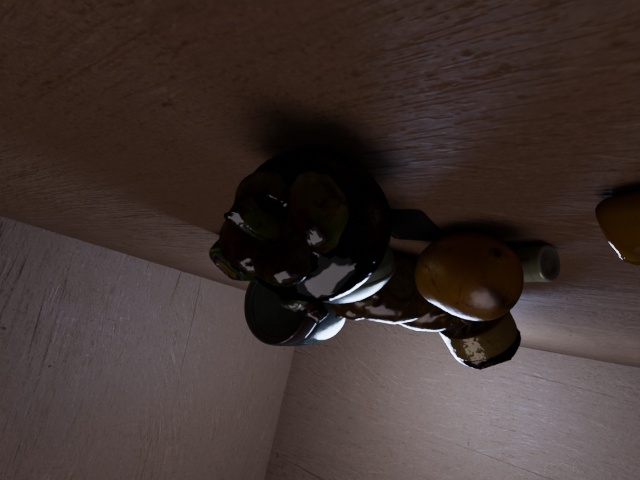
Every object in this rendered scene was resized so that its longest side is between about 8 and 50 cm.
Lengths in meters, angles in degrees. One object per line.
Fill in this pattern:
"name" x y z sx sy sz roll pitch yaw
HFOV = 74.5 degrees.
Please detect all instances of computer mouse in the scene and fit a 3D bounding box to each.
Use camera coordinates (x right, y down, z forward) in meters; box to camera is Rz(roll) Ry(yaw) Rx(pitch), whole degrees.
"computer mouse" 0.046 0.048 0.713 0.159 0.097 0.288 -16 -179 4

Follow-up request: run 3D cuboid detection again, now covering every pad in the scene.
"pad" 0.147 -0.024 0.721 0.112 0.003 0.157 4 164 36

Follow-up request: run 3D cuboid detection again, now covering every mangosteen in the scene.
"mangosteen" -0.021 -0.016 0.486 0.194 0.194 0.230 8 -172 20

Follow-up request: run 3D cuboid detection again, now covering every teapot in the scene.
"teapot" -0.004 0.176 1.222 0.314 0.233 0.312 -26 154 27

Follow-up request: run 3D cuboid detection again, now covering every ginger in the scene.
"ginger" 0.151 0.120 0.988 0.357 0.153 0.274 20 163 -34

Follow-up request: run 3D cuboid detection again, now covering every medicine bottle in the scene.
"medicine bottle" 0.293 0.045 0.741 0.059 0.059 0.231 20 165 -27

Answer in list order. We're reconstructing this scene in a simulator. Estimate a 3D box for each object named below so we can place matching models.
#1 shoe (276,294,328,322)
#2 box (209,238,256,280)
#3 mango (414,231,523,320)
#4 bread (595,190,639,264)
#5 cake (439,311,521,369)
"shoe" -0.051 0.124 1.010 0.112 0.099 0.227 46 179 -18
"box" -0.174 0.039 1.063 0.134 0.097 0.345 48 156 -17
"mango" 0.227 0.060 0.688 0.112 0.145 0.219 -19 180 -24
"bread" 0.373 -0.018 0.366 0.092 0.074 0.239 13 169 -24
"cake" 0.403 0.204 1.103 0.178 0.185 0.207 61 166 -22
